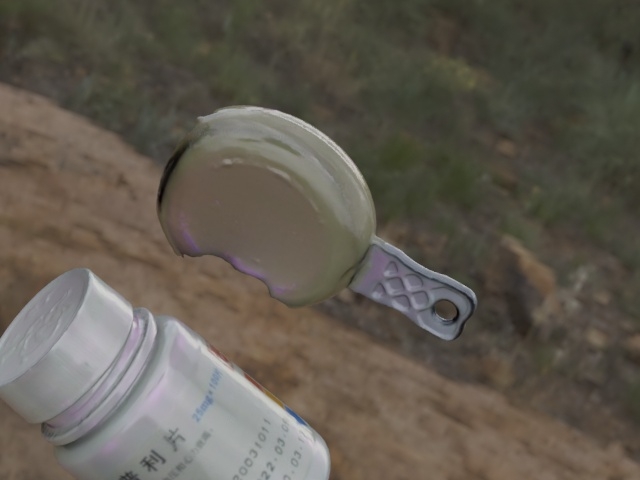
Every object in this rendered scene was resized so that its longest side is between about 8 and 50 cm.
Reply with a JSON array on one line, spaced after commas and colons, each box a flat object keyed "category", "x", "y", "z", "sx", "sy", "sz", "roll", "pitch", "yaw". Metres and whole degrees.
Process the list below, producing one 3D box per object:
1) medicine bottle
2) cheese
[{"category": "medicine bottle", "x": -0.143, "y": 0.162, "z": 1.616, "sx": 0.293, "sy": 0.170, "sz": 0.170, "roll": 42, "pitch": 22, "yaw": -21}, {"category": "cheese", "x": 0.000, "y": 0.000, "z": 1.540, "sx": 0.286, "sy": 0.163, "sz": 0.082, "roll": 33, "pitch": 31, "yaw": 2}]
